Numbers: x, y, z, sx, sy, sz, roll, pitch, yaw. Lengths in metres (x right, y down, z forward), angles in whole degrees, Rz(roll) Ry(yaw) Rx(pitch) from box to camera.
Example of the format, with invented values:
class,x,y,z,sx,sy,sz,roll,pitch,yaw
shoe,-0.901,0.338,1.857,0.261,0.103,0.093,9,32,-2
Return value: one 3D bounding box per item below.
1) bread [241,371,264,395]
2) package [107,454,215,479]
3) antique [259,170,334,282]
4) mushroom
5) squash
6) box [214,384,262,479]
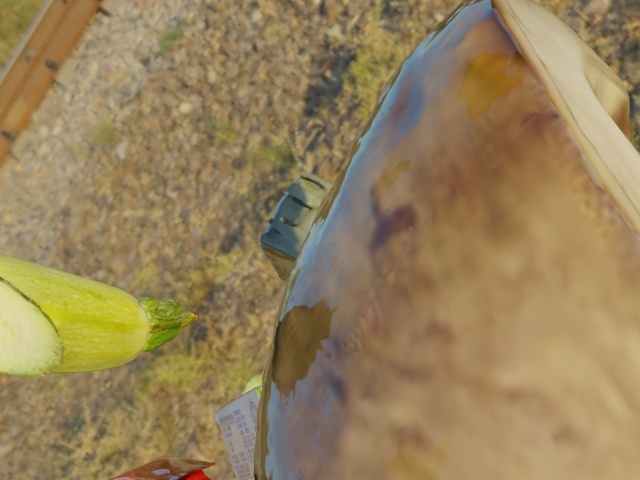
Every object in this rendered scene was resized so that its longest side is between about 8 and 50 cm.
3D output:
class,x,y,z,sx,sy,sz,roll,pitch,yaw
bread,-0.077,0.306,1.715,0.114,0.129,0.111,46,123,26
package,-0.253,0.473,1.186,0.123,0.196,0.423,23,110,30
antique,0.000,0.000,1.316,0.125,0.150,0.284,-61,-18,-10
mushroom,0.053,0.088,0.546,0.397,0.224,0.313,-43,70,27
squash,-0.180,0.056,0.646,0.075,0.200,0.090,43,117,62
box,-0.045,0.266,1.195,0.265,0.097,0.168,133,120,-65
